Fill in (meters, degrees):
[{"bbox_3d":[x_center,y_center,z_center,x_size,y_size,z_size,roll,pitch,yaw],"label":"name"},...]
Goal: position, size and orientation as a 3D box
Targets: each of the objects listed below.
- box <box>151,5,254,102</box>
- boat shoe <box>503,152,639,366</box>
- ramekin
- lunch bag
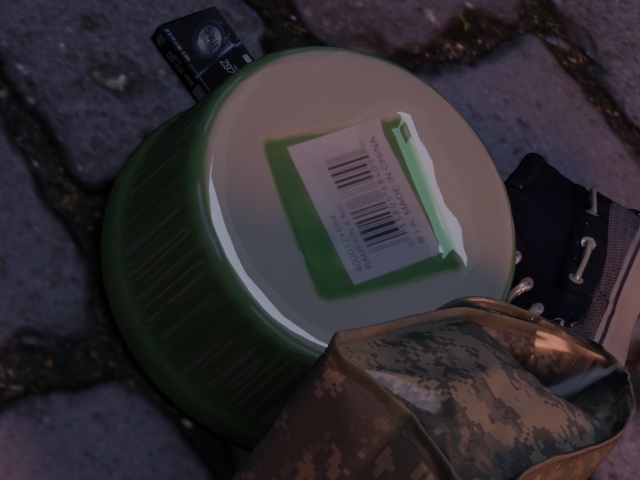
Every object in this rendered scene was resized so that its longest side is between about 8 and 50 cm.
[{"bbox_3d":[-0.093,-0.153,1.680,0.067,0.018,0.083,-24,73,-40],"label":"box"},{"bbox_3d":[0.169,0.064,1.631,0.158,0.127,0.340,32,39,1],"label":"boat shoe"},{"bbox_3d":[0.000,0.000,1.509,0.303,0.148,0.303,12,62,-23],"label":"ramekin"},{"bbox_3d":[0.068,0.171,1.359,0.169,0.235,0.287,46,28,21],"label":"lunch bag"}]
